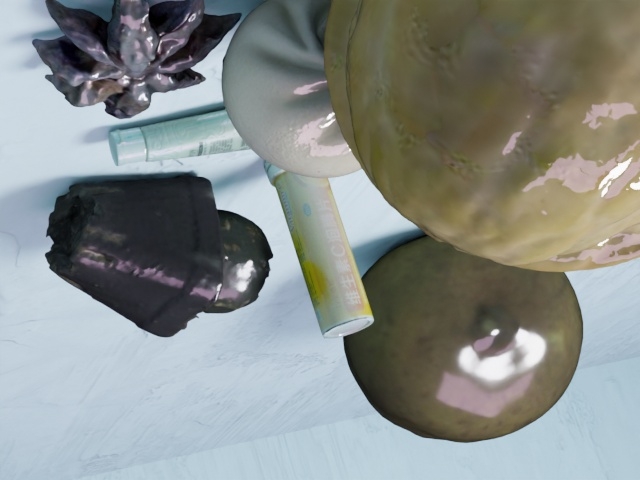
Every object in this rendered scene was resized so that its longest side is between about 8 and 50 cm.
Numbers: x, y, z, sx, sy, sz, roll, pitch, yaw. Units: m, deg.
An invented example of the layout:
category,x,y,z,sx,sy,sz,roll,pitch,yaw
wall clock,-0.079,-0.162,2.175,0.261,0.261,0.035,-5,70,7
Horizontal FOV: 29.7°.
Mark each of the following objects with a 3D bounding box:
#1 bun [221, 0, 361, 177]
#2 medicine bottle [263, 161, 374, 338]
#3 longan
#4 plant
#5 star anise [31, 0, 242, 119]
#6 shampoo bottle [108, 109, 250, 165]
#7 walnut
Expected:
category,x,y,z,sx,sy,sz,roll,pitch,yaw
bun,0.005,-0.143,1.044,0.173,0.172,0.120,-6,161,-32
medicine bottle,0.000,0.000,1.375,0.074,0.218,0.074,-16,162,-5
longan,0.217,0.139,1.833,0.361,0.361,0.361,-16,161,-6
plant,-0.177,0.014,1.358,0.256,0.164,0.142,15,142,-32
star anise,-0.153,-0.160,1.029,0.181,0.061,0.204,-4,156,-36
shampoo bottle,-0.120,-0.108,1.238,0.191,0.041,0.069,-11,166,-18
walnut,0.180,-0.155,0.894,0.381,0.381,0.381,-16,161,-6
